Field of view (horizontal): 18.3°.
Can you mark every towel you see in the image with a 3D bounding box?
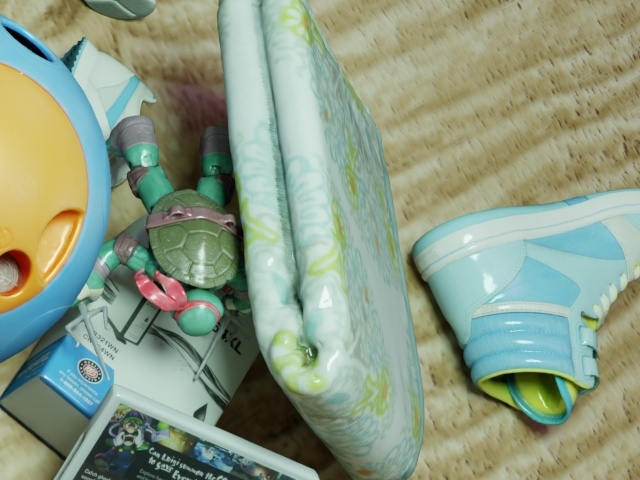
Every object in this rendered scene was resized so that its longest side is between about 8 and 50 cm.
[{"bbox_3d":[0.000,0.000,1.681,0.320,0.090,0.374,52,27,-64],"label":"towel"}]

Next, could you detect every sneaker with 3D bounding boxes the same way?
[{"bbox_3d":[0.251,0.068,1.921,0.319,0.127,0.208,-9,72,-28],"label":"sneaker"},{"bbox_3d":[-0.205,-0.064,1.683,0.092,0.087,0.229,31,56,-22],"label":"sneaker"},{"bbox_3d":[-0.211,-0.253,1.789,0.152,0.053,0.061,29,52,-21],"label":"sneaker"}]

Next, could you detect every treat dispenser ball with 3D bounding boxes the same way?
[{"bbox_3d":[-0.299,-0.038,1.468,0.288,0.288,0.288,15,60,-29],"label":"treat dispenser ball"}]

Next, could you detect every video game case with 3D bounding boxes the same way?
[{"bbox_3d":[-0.123,0.219,1.567,0.190,0.173,0.022,26,16,-23],"label":"video game case"}]

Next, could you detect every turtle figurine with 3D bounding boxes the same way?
[{"bbox_3d":[-0.110,0.010,1.588,0.175,0.118,0.234,18,50,-30],"label":"turtle figurine"}]

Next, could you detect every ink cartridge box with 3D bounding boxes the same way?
[{"bbox_3d":[-0.146,0.096,1.647,0.148,0.086,0.203,40,52,-13],"label":"ink cartridge box"}]
